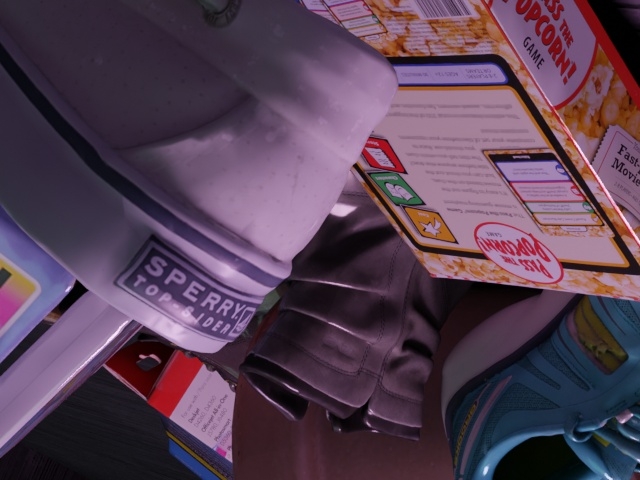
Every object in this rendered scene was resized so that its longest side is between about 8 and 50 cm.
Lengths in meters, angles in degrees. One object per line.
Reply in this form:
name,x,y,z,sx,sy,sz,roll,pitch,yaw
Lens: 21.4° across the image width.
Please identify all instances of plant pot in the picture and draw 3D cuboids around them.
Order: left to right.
plant pot,0.114,0.123,1.018,0.229,0.263,0.263,-16,142,38

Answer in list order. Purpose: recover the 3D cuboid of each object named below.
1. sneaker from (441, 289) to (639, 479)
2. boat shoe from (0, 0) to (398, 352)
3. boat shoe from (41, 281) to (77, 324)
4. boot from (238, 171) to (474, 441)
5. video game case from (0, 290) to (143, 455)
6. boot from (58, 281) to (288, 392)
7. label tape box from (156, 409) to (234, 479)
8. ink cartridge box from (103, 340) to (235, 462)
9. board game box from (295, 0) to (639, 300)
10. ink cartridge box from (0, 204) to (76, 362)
sneaker,0.152,0.058,0.791,0.107,0.110,0.275,23,134,-17
boat shoe,-0.091,-0.131,0.589,0.136,0.156,0.367,32,-168,-47
boat shoe,-0.262,0.056,1.612,0.152,0.056,0.049,23,160,0
boot,0.000,0.000,0.835,0.083,0.161,0.246,7,158,45
video game case,-0.119,0.051,0.891,0.025,0.204,0.285,47,-158,-1
boot,-0.046,0.104,1.205,0.263,0.091,0.229,-3,127,40
label tape box,-0.029,0.201,1.576,0.241,0.106,0.333,37,166,8
ink cartridge box,-0.045,0.124,1.345,0.231,0.078,0.134,35,-167,7
board game box,0.060,-0.055,0.699,0.147,0.045,0.193,7,144,47
ink cartridge box,-0.304,-0.072,0.771,0.395,0.151,0.270,38,129,-11
